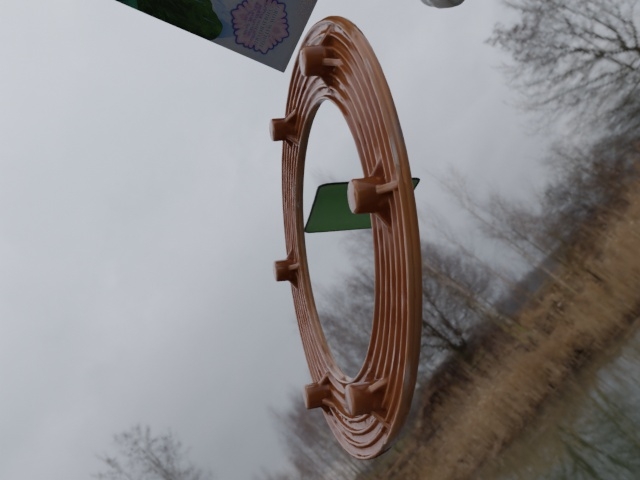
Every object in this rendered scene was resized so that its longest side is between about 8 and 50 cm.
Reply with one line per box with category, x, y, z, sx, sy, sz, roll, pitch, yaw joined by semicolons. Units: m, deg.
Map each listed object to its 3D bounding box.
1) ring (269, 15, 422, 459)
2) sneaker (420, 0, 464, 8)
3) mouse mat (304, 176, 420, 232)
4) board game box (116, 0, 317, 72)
ring;0.000;0.000;0.528;0.032;0.336;0.336;-6;-33;-14
sneaker;0.091;-0.395;0.808;0.108;0.169;0.292;21;-113;-55
mouse mat;0.058;-0.052;1.034;0.153;0.007;0.189;-4;-19;-11
board game box;-0.119;-0.388;0.717;0.318;0.318;0.065;-61;21;27
